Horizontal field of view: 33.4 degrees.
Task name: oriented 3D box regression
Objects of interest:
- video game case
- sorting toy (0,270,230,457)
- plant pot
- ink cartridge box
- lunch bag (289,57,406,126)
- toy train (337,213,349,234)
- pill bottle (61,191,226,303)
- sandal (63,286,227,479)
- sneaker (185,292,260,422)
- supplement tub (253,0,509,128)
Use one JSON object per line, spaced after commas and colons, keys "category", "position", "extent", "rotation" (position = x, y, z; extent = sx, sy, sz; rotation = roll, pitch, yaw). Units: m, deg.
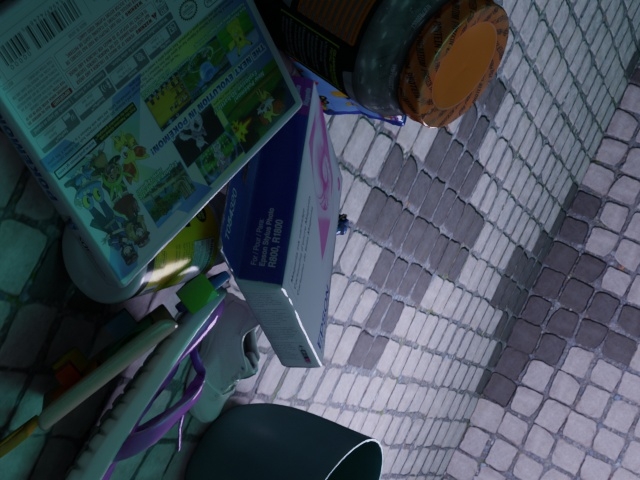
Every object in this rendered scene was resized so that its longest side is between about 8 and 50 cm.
{"category": "video game case", "position": [-0.179, -0.168, 1.112], "extent": [0.329, 0.036, 0.300], "rotation": [-49, 128, -31]}
{"category": "sorting toy", "position": [-0.252, 0.131, 1.220], "extent": [0.347, 0.047, 0.196], "rotation": [-38, -173, -8]}
{"category": "plant pot", "position": [-0.074, 0.397, 1.716], "extent": [0.293, 0.235, 0.293], "rotation": [-43, 147, -38]}
{"category": "ink cartridge box", "position": [-0.039, -0.043, 1.427], "extent": [0.330, 0.071, 0.324], "rotation": [71, 23, -58]}
{"category": "lunch bag", "position": [0.073, -0.343, 1.474], "extent": [0.221, 0.138, 0.293], "rotation": [51, 55, -62]}
{"category": "toy train", "position": [0.000, 0.000, 1.731], "extent": [0.158, 0.036, 0.027], "rotation": [-41, 146, -41]}
{"category": "pill bottle", "position": [-0.192, -0.002, 1.262], "extent": [0.208, 0.119, 0.119], "rotation": [-17, 127, -58]}
{"category": "sandal", "position": [-0.225, 0.241, 1.367], "extent": [0.416, 0.102, 0.169], "rotation": [-54, -173, 1]}
{"category": "sneaker", "position": [-0.134, 0.189, 1.577], "extent": [0.080, 0.094, 0.212], "rotation": [-23, 133, -57]}
{"category": "supplement tub", "position": [0.046, -0.270, 1.219], "extent": [0.193, 0.316, 0.193], "rotation": [-37, 150, -26]}
